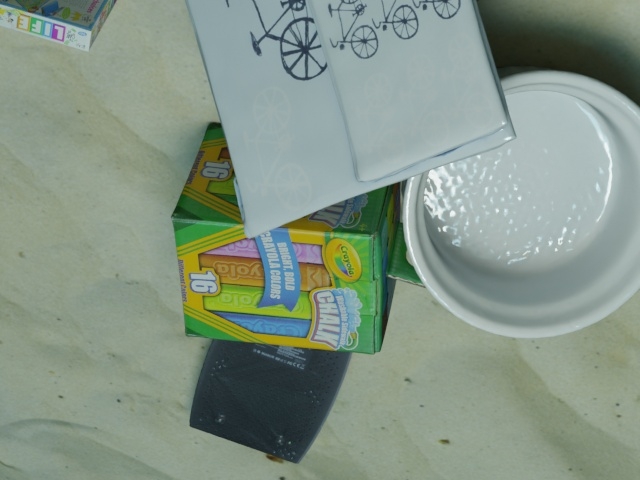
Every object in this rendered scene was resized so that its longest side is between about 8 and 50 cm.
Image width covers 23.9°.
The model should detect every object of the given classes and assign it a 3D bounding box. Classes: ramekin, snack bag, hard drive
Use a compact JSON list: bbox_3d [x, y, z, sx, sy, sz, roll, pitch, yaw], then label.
[{"bbox_3d":[0.213,-0.050,1.562,0.277,0.135,0.277,-1,107,-5],"label":"ramekin"},{"bbox_3d":[0.004,-0.199,1.475,0.342,0.037,0.323,-20,83,36],"label":"snack bag"},{"bbox_3d":[-0.061,0.166,1.912,0.172,0.054,0.254,19,130,-3],"label":"hard drive"}]

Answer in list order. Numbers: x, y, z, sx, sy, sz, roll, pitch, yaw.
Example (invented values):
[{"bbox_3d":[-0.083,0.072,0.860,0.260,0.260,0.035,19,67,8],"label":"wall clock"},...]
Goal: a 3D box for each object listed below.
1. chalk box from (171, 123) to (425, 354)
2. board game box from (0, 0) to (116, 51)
[{"bbox_3d":[0.000,0.000,1.683,0.289,0.180,0.179,4,130,8],"label":"chalk box"},{"bbox_3d":[-0.263,-0.257,1.548,0.103,0.154,0.026,16,130,0],"label":"board game box"}]
